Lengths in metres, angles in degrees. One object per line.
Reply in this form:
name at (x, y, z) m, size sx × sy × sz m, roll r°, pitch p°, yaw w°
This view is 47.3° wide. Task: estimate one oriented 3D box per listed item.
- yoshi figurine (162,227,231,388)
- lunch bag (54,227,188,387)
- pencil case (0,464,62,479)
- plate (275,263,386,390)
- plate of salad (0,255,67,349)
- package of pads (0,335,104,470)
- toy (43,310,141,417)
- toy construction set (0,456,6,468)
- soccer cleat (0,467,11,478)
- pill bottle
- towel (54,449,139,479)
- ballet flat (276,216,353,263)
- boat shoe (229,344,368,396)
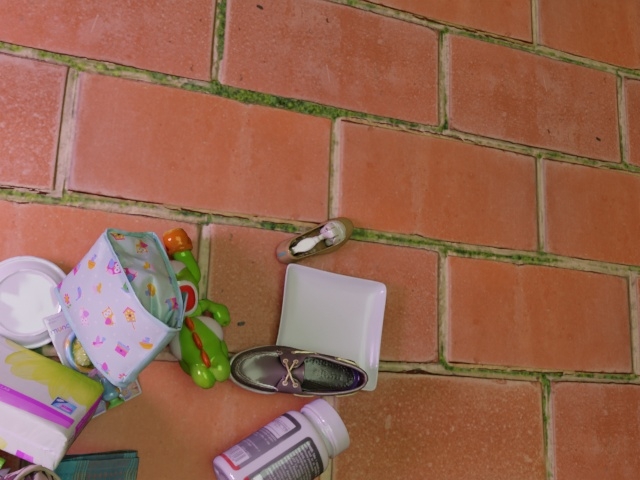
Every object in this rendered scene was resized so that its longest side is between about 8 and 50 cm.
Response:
yoshi figurine at (-0.308, 0.170, 1.648) m, size 0.203 × 0.204 × 0.362 m, roll 6°, pitch 55°, yaw -62°
lunch bag at (-0.395, 0.140, 1.500) m, size 0.160 × 0.223 × 0.262 m, roll 3°, pitch 49°, yaw -55°
pencil case at (-0.640, 0.556, 1.281) m, size 0.411 × 0.160 × 0.183 m, roll -27°, pitch 59°, yaw 9°
plate at (0.022, 0.218, 1.816) m, size 0.278 × 0.045 × 0.277 m, roll 13°, pitch 74°, yaw -20°
plate of salad at (-0.629, 0.132, 1.560) m, size 0.200 × 0.048 × 0.199 m, roll 2°, pitch 87°, yaw -30°
package of pads at (-0.594, 0.299, 1.420) m, size 0.297 × 0.229 × 0.101 m, roll 27°, pitch 103°, yaw -4°
toy at (-0.480, 0.250, 1.576) m, size 0.137 × 0.056 × 0.237 m, roll -24°, pitch 95°, yaw -39°
toy construction set at (-0.741, 0.415, 1.398) m, size 0.328 × 0.151 × 0.215 m, roll 42°, pitch 42°, yaw -18°
soccer cleat at (-0.635, 0.505, 1.491) m, size 0.036 × 0.029 × 0.083 m, roll -21°, pitch 83°, yaw -21°
pill bottle at (-0.084, 0.488, 1.652) m, size 0.283 × 0.161 × 0.161 m, roll -28°, pitch 91°, yaw -25°
towel at (-0.464, 0.610, 1.449) m, size 0.271 × 0.040 × 0.369 m, roll 24°, pitch 64°, yaw -62°
ballet flat at (0.000, 0.000, 1.836) m, size 0.232 × 0.073 × 0.080 m, roll -26°, pitch 91°, yaw -25°
boat shoe at (-0.049, 0.305, 1.692) m, size 0.325 × 0.097 × 0.116 m, roll 11°, pitch 77°, yaw -19°
